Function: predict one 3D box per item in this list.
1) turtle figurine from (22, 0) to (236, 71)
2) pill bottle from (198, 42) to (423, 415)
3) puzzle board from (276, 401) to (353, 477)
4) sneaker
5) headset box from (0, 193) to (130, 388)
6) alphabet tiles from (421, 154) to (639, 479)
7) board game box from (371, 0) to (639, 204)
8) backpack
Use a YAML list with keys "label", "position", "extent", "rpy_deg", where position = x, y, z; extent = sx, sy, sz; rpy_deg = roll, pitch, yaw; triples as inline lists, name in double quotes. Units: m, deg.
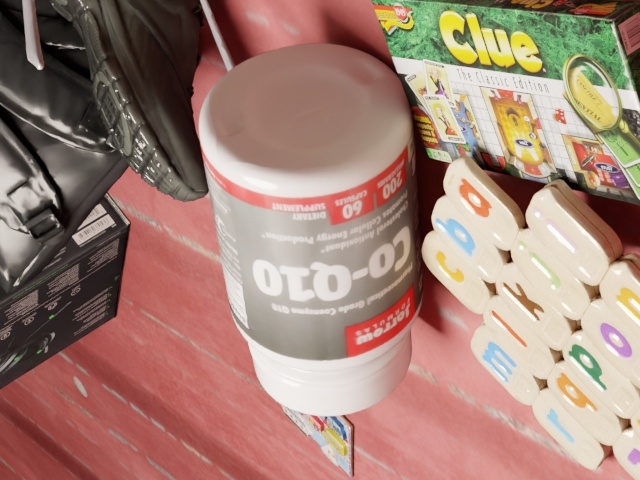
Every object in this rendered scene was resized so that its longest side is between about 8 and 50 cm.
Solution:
- label: "turtle figurine"
  position: [-0.173, -0.258, 1.348]
  extent: [0.266, 0.198, 0.274]
  rpy_deg: [49, 142, 40]
- label: "pill bottle"
  position: [0.000, 0.000, 1.390]
  extent: [0.161, 0.161, 0.283]
  rpy_deg: [39, 151, 36]
- label: "puzzle board"
  position: [-0.010, 0.180, 1.822]
  extent: [0.128, 0.011, 0.096]
  rpy_deg: [44, 153, 30]
- label: "sneaker"
  position: [-0.142, -0.173, 1.481]
  extent: [0.286, 0.130, 0.109]
  rpy_deg: [68, 162, -3]
- label: "headset box"
  position: [-0.367, 0.057, 2.079]
  extent: [0.131, 0.246, 0.283]
  rpy_deg: [50, 157, 15]
- label: "alphabet tiles"
  position: [0.183, 0.068, 1.261]
  extent: [0.278, 0.021, 0.284]
  rpy_deg: [45, 159, 16]
- label: "board game box"
  position: [0.135, -0.101, 1.169]
  extent: [0.260, 0.030, 0.136]
  rpy_deg: [17, 132, 56]
- label: "backpack"
  position: [-0.323, -0.182, 1.632]
  extent: [0.355, 0.290, 0.273]
  rpy_deg: [37, -165, -11]
